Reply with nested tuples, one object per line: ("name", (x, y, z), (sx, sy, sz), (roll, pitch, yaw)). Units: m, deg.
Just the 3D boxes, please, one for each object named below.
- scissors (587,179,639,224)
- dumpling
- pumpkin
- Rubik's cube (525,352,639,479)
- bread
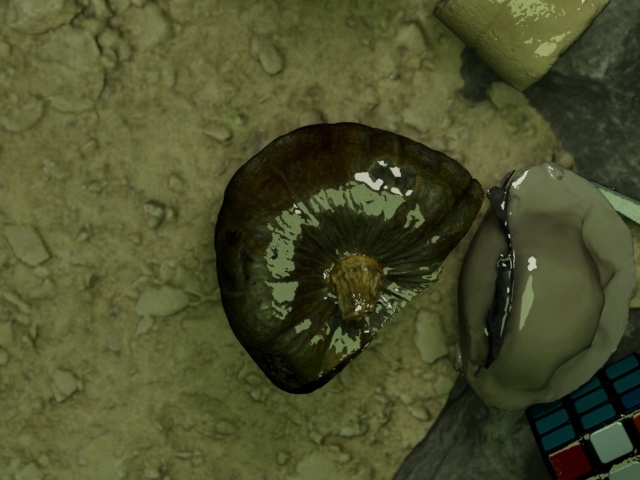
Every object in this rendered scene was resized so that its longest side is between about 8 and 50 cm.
("scissors", (0.461, 0.011, 1.956), (0.360, 0.029, 0.191), (27, 98, -3))
("dumpling", (0.258, 0.061, 1.897), (0.204, 0.163, 0.293), (14, 96, 6))
("pumpkin", (0.000, 0.000, 1.845), (0.232, 0.242, 0.325), (37, 97, -17))
("Rubik's cube", (0.349, 0.252, 1.947), (0.162, 0.160, 0.163), (-26, 103, 6))
("bread", (0.221, -0.257, 1.831), (0.141, 0.134, 0.148), (41, 114, -9))
